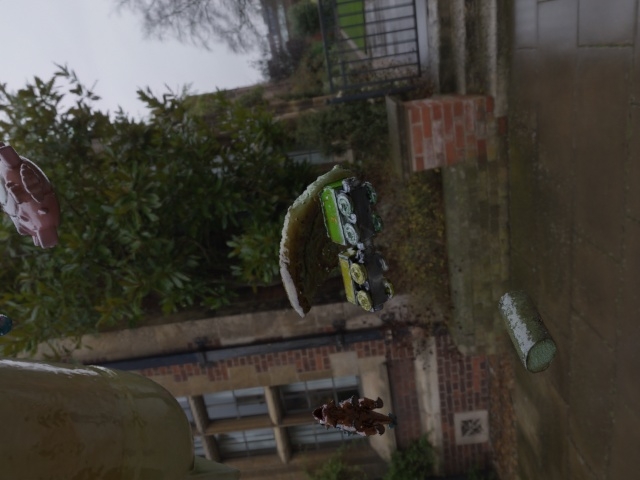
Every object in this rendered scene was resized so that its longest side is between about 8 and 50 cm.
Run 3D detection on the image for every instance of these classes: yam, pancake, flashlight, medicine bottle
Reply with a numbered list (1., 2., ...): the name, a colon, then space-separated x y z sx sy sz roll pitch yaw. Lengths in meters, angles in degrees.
1. yam: 0.232 0.099 0.562 0.094 0.043 0.043 -95 -5 -55
2. pancake: 0.002 0.001 1.203 0.054 0.197 0.377 19 97 56
3. flashlight: -0.673 0.206 1.012 0.051 0.051 0.129 78 -165 -45
4. medicine bottle: -0.304 0.273 0.610 0.406 0.235 0.236 33 -135 -54

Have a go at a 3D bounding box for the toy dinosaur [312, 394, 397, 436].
1. toy dinosaur: 0.051 0.230 0.649 0.154 0.055 0.049 23 -129 -38

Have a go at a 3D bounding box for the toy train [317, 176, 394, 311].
1. toy train: 0.053 0.007 0.719 0.081 0.060 0.202 19 126 58

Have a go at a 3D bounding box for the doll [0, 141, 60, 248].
1. doll: -0.549 -0.083 0.937 0.262 0.093 0.211 -4 113 54
